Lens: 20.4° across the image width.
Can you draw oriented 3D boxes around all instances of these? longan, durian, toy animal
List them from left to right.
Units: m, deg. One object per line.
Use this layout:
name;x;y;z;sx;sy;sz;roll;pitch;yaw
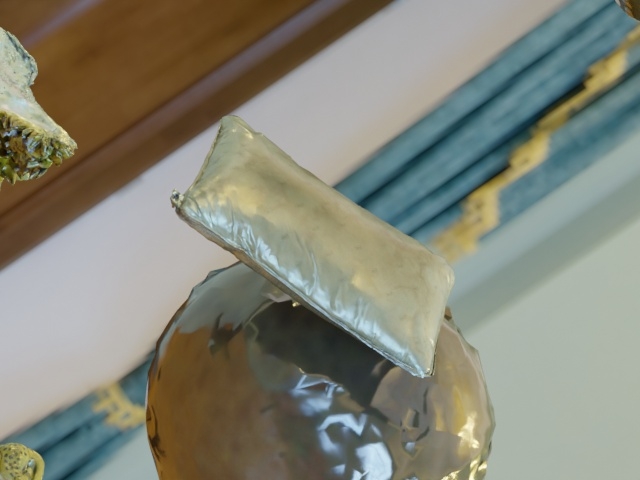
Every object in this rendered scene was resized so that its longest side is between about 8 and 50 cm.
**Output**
durian;-0.371;-0.154;1.811;0.306;0.166;0.172;47;-36;25
toy animal;-0.415;0.284;2.236;0.073;0.181;0.136;81;8;-54
longan;-0.001;0.190;1.944;0.391;0.391;0.391;56;0;0

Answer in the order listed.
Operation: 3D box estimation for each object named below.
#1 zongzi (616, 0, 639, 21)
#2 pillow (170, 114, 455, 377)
zongzi;0.277;-0.327;1.334;0.447;0.181;0.418;44;41;-66
pillow;0.000;0.000;1.730;0.302;0.075;0.185;35;35;-10
